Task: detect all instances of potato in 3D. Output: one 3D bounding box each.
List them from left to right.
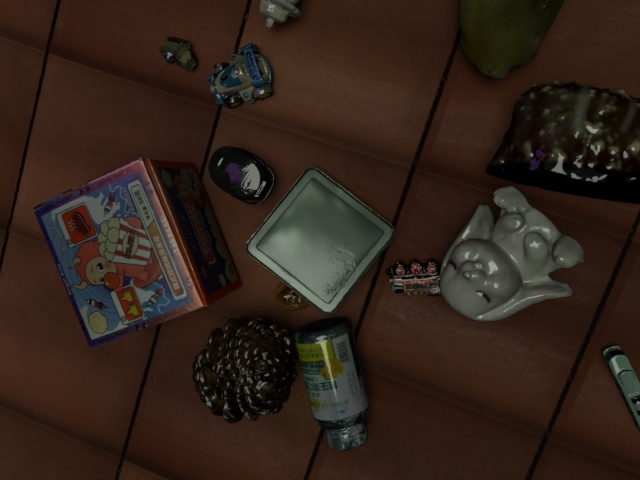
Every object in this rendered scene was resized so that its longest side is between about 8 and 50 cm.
[{"bbox_3d":[0.387,-0.511,1.066,0.218,0.202,0.351,0,109,0],"label":"potato"}]

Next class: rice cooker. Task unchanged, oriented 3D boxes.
[{"bbox_3d":[-0.186,-0.158,1.255,0.165,0.106,0.112,34,101,2],"label":"rice cooker"}]

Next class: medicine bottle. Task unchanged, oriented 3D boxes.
[{"bbox_3d":[0.035,0.341,1.247,0.141,0.141,0.293,-13,94,12],"label":"medicine bottle"}]

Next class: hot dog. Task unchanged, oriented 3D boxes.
[{"bbox_3d":[-0.046,0.116,1.284,0.090,0.060,0.140,45,109,-1],"label":"hot dog"}]

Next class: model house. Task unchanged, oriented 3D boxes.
[{"bbox_3d":[-0.342,-0.462,1.282,0.083,0.057,0.058,23,73,27],"label":"model house"}]

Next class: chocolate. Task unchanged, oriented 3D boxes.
[{"bbox_3d":[0.531,-0.206,1.058,0.340,0.225,0.210,13,90,9],"label":"chocolate"}]

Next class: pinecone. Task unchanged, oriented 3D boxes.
[{"bbox_3d":[-0.193,0.300,1.233,0.292,0.246,0.246,-23,92,50],"label":"pinecone"}]

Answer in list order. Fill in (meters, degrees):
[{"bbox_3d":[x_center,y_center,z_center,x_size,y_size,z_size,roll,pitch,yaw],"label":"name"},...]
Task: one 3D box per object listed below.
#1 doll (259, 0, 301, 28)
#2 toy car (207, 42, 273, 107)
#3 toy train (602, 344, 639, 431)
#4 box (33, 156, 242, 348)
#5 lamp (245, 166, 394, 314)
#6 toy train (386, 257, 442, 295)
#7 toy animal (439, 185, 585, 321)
[{"bbox_3d":[-0.059,-0.618,1.176,0.138,0.119,0.293,38,105,49],"label":"doll"},{"bbox_3d":[-0.199,-0.388,1.235,0.161,0.098,0.126,-17,91,10],"label":"toy car"},{"bbox_3d":[0.693,0.333,1.168,0.043,0.047,0.207,-26,92,11],"label":"toy train"},{"bbox_3d":[-0.421,0.024,1.243,0.318,0.257,0.349,-20,92,13],"label":"box"},{"bbox_3d":[0.000,0.000,1.234,0.269,0.047,0.266,38,87,6],"label":"lamp"},{"bbox_3d":[0.225,0.089,1.230,0.138,0.050,0.087,-5,98,12],"label":"toy train"},{"bbox_3d":[0.381,0.057,1.117,0.265,0.206,0.272,-43,63,4],"label":"toy animal"}]
